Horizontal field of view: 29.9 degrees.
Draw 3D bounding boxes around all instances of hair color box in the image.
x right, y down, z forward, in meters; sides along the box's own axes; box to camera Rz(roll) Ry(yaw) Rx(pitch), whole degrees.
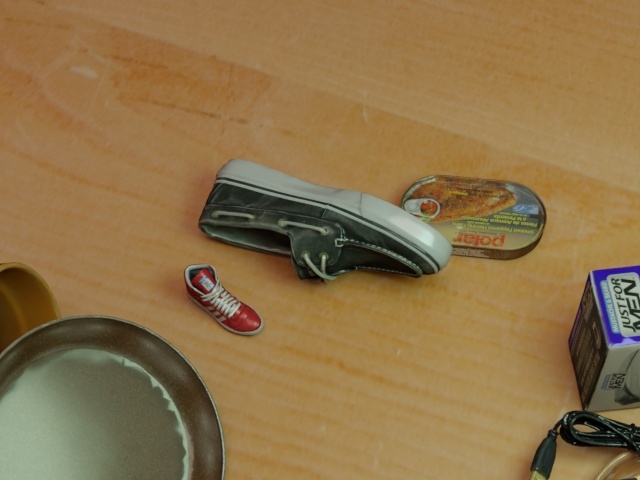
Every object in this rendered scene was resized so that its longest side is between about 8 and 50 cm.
[{"bbox_3d":[0.472,0.101,1.381,0.338,0.185,0.110,-7,59,-2],"label":"hair color box"}]

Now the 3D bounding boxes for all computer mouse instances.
[{"bbox_3d":[0.312,0.300,1.301,0.184,0.060,0.262,15,61,11],"label":"computer mouse"}]

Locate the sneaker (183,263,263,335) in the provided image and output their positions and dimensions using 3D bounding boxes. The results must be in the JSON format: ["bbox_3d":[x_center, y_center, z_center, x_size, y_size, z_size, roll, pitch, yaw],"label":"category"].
[{"bbox_3d":[-0.124,0.072,1.499,0.118,0.067,0.042,30,66,19],"label":"sneaker"}]

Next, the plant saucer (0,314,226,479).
[{"bbox_3d":[-0.252,0.239,1.342,0.310,0.050,0.311,13,66,-30],"label":"plant saucer"}]

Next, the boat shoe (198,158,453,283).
[{"bbox_3d":[0.000,0.000,1.521,0.335,0.121,0.119,17,69,25],"label":"boat shoe"}]

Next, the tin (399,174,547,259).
[{"bbox_3d":[0.197,-0.029,1.560,0.189,0.040,0.106,6,56,7],"label":"tin"}]

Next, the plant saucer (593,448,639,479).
[{"bbox_3d":[0.392,0.326,1.338,0.200,0.037,0.200,-2,59,3],"label":"plant saucer"}]

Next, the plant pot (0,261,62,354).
[{"bbox_3d":[-0.434,0.135,1.418,0.188,0.205,0.205,-6,58,17],"label":"plant pot"}]
